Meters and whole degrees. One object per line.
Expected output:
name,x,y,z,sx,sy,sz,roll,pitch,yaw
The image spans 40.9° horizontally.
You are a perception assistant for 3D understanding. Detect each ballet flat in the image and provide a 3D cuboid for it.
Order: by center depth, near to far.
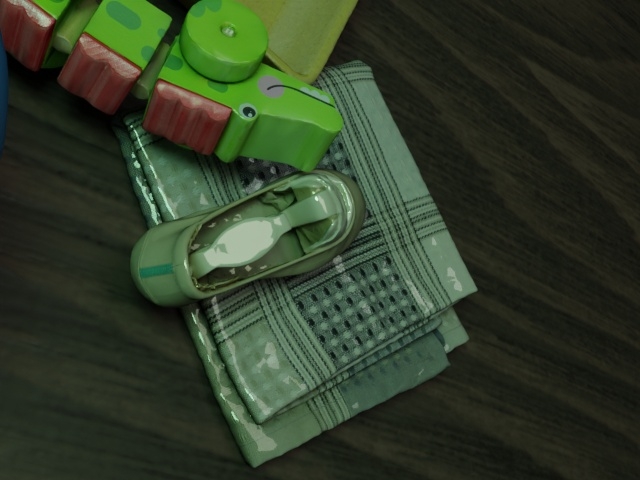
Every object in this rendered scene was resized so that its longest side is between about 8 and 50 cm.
ballet flat,-0.032,-0.009,0.685,0.248,0.086,0.086,-26,91,-40

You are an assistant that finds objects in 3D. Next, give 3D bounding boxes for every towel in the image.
towel,0.000,0.000,0.783,0.312,0.056,0.324,-21,89,-43

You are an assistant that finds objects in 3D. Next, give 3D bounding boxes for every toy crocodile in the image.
toy crocodile,-0.144,-0.138,0.639,0.341,0.115,0.105,26,55,-14

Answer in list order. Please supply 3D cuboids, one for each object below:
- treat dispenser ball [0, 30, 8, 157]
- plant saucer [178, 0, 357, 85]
treat dispenser ball,-0.298,-0.076,0.400,0.288,0.288,0.288,16,64,-35
plant saucer,-0.095,-0.340,0.814,0.333,0.081,0.332,40,52,-22
